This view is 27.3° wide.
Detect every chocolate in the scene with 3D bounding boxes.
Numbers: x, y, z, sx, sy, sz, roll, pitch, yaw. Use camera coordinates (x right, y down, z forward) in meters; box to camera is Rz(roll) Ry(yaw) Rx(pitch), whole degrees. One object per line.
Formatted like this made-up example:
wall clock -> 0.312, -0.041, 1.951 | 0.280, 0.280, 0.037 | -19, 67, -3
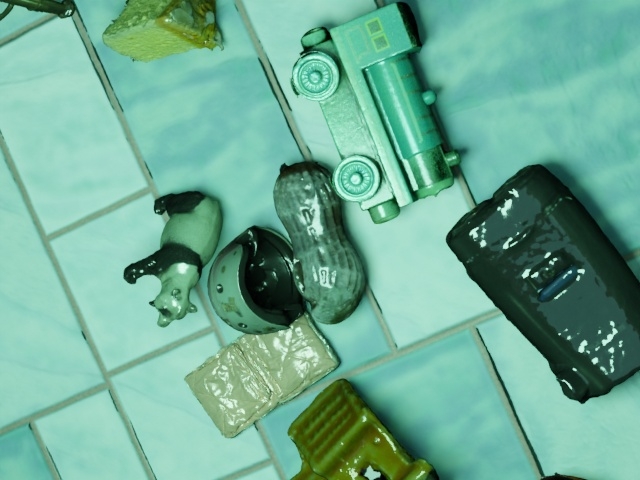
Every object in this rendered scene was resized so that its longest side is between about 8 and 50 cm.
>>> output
chocolate -> 0.000, 0.000, 1.937 | 0.110, 0.110, 0.248 | -14, 93, 15

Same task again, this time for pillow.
pillow -> -0.092, 0.199, 2.012 | 0.232, 0.043, 0.126 | -35, 82, 17

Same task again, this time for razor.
razor -> 0.336, 0.063, 1.856 | 0.189, 0.107, 0.327 | -38, 87, 14

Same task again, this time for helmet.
helmet -> -0.103, 0.069, 1.937 | 0.107, 0.177, 0.153 | -28, 99, 24

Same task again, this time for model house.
model house -> 0.032, 0.347, 1.927 | 0.268, 0.173, 0.239 | -48, 66, 11

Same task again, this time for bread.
bread -> -0.236, -0.330, 1.942 | 0.147, 0.152, 0.127 | -10, 92, 24

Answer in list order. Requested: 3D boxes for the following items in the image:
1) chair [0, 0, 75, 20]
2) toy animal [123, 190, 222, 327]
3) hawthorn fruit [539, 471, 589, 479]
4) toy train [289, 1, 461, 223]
chair -> -0.658, -0.411, 1.897 | 0.364, 0.410, 0.362 | -27, 89, 14
toy animal -> -0.210, 0.027, 1.957 | 0.121, 0.225, 0.094 | -15, 132, 36
hawthorn fruit -> 0.335, 0.400, 1.880 | 0.172, 0.148, 0.148 | 20, 101, 28
toy train -> 0.084, -0.182, 1.892 | 0.194, 0.120, 0.298 | -21, 90, 10
